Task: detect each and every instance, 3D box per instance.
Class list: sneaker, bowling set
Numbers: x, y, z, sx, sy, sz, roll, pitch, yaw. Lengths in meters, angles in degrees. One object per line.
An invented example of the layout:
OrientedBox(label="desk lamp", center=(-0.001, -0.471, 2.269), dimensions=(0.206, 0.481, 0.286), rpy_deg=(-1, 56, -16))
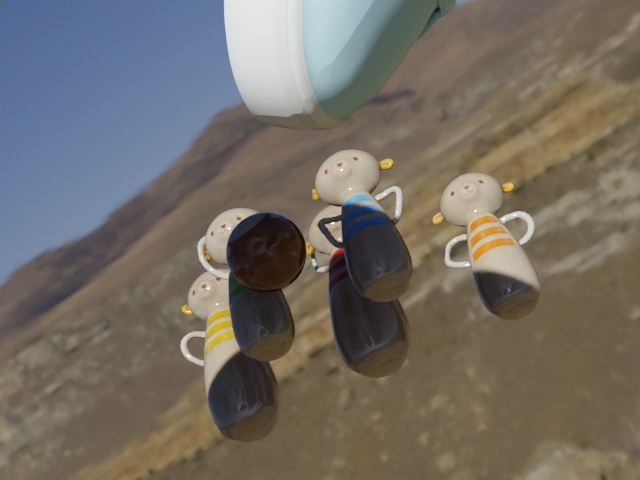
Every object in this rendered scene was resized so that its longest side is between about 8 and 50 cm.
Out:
OrientedBox(label="sneaker", center=(0.087, -0.201, 0.670), dimensions=(0.366, 0.150, 0.135), rpy_deg=(-64, -34, -16))
OrientedBox(label="bowling set", center=(0.000, 0.000, 1.107), dimensions=(0.287, 0.154, 0.200), rpy_deg=(-24, -39, 8))
